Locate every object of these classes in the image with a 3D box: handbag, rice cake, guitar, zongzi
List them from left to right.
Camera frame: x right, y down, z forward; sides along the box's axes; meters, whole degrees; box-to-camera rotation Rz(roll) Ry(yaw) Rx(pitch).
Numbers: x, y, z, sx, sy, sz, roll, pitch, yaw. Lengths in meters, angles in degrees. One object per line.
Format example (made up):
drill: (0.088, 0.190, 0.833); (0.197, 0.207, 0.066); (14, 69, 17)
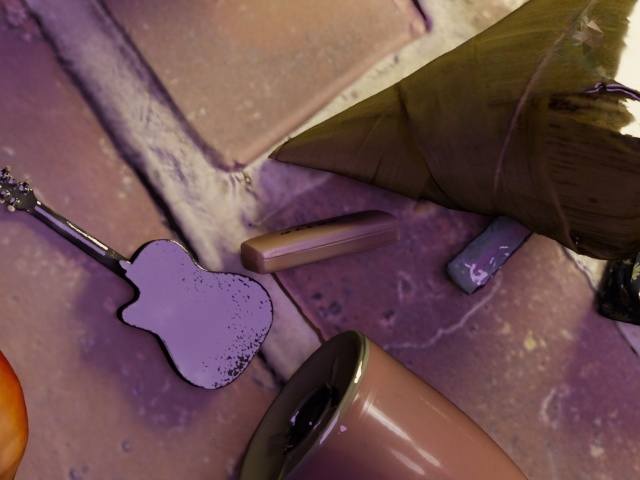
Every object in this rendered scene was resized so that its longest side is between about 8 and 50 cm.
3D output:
guitar: (-0.140, 0.018, 1.141); (0.233, 0.025, 0.088); (36, 78, -14)
zongzi: (0.140, -0.140, 1.212); (0.300, 0.145, 0.274); (10, 55, 17)
rice cake: (0.175, -0.034, 1.246); (0.207, 0.033, 0.033); (-43, 91, -17)
handbag: (0.286, 0.006, 1.271); (0.115, 0.072, 0.139); (12, 71, -16)

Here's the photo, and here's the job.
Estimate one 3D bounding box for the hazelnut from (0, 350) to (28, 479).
hazelnut: (-0.282, 0.119, 1.019); (0.182, 0.182, 0.182); (1, 87, -19)

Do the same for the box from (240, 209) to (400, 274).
box: (0.000, 0.000, 1.177); (0.115, 0.048, 0.025); (-14, 99, -18)

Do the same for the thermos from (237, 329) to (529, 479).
thermos: (0.078, 0.205, 1.151); (0.265, 0.146, 0.176); (38, 118, -14)
